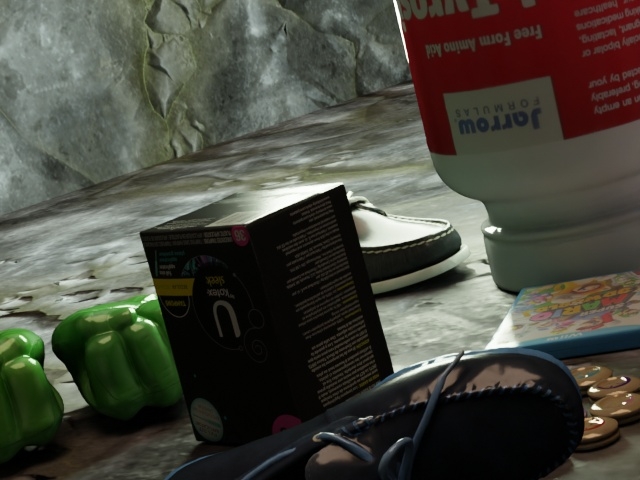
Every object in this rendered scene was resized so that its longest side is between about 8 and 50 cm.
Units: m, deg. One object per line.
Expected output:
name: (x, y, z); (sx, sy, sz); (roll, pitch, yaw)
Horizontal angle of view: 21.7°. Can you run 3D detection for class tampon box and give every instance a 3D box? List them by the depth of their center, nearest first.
tampon box: (-0.036, 0.053, 1.175); (0.120, 0.161, 0.101); (-4, 15, 46)

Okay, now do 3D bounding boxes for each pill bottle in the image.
pill bottle: (0.183, -0.175, 1.399); (0.229, 0.408, 0.229); (-14, 10, 3)

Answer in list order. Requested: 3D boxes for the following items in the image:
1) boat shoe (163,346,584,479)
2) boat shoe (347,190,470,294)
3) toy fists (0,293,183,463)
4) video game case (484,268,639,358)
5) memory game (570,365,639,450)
boat shoe: (0.021, 0.141, 0.886); (0.258, 0.109, 0.089); (-28, 14, 18)
boat shoe: (0.000, 0.000, 1.578); (0.302, 0.091, 0.114); (-7, 13, 34)
toy fists: (-0.204, 0.104, 1.304); (0.279, 0.096, 0.142); (-16, 12, -19)
video game case: (0.195, 0.056, 1.258); (0.119, 0.015, 0.166); (-10, 12, 19)
memory game: (0.118, 0.114, 1.067); (0.186, 0.012, 0.186); (-13, 11, 3)
